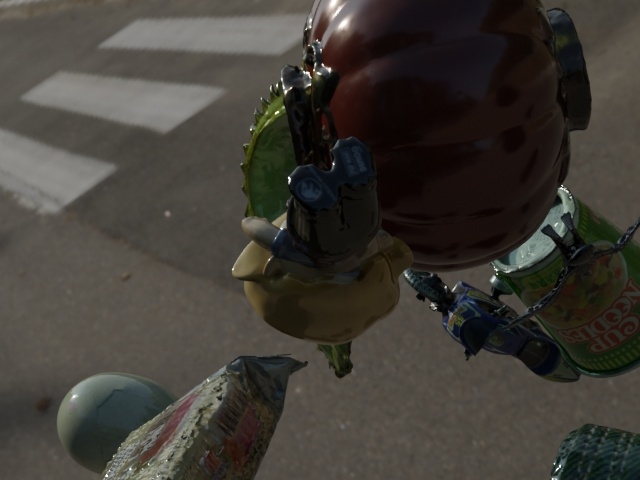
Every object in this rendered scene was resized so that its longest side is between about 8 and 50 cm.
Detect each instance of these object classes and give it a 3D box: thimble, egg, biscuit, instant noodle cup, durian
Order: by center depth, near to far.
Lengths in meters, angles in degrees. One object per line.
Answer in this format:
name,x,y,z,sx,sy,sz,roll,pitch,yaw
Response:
biscuit,-0.119,0.193,0.927,0.186,0.079,0.309,-34,10,19
thimble,0.260,0.236,1.085,0.090,0.118,0.135,12,48,23
durian,0.014,-0.024,1.460,0.163,0.394,0.198,-8,5,-30
instant noodle cup,0.346,0.043,1.614,0.207,0.232,0.207,-34,35,28
egg,-0.278,0.269,1.710,0.209,0.151,0.151,9,34,12

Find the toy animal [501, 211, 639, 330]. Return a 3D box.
toy animal,0.277,0.019,1.278,0.220,0.108,0.062,-38,53,-1

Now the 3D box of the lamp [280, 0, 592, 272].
lamp,0.098,-0.121,1.039,0.257,0.303,0.303,-12,22,1

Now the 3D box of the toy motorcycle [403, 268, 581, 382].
toy motorcycle,0.259,0.130,1.758,0.113,0.315,0.169,-56,31,14

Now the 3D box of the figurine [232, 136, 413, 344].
figurine,0.000,0.000,0.825,0.114,0.108,0.196,-41,-23,-16
